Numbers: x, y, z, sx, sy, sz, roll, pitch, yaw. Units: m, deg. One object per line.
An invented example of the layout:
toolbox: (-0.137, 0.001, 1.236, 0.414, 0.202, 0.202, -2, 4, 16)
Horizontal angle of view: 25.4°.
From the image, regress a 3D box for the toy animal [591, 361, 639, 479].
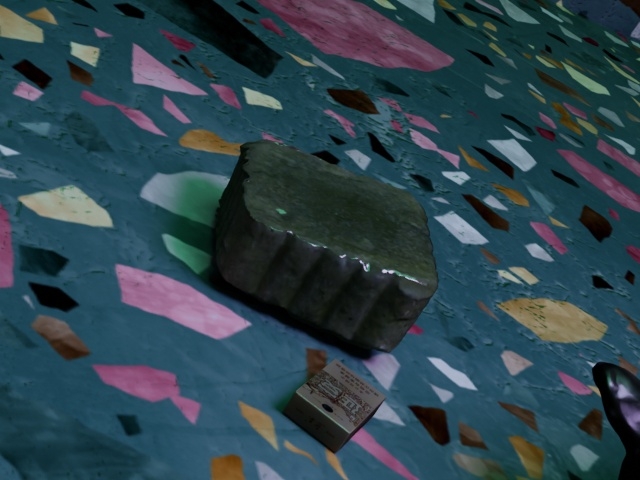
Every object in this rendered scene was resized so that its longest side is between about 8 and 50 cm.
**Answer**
toy animal: (0.335, 0.138, 1.068, 0.303, 0.344, 0.194, 24, 19, -42)

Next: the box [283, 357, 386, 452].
box: (0.012, 0.126, 1.096, 0.053, 0.024, 0.083, 36, 22, 9)

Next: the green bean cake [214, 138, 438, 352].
green bean cake: (0.000, 0.000, 1.239, 0.185, 0.094, 0.183, 26, 25, -13)
